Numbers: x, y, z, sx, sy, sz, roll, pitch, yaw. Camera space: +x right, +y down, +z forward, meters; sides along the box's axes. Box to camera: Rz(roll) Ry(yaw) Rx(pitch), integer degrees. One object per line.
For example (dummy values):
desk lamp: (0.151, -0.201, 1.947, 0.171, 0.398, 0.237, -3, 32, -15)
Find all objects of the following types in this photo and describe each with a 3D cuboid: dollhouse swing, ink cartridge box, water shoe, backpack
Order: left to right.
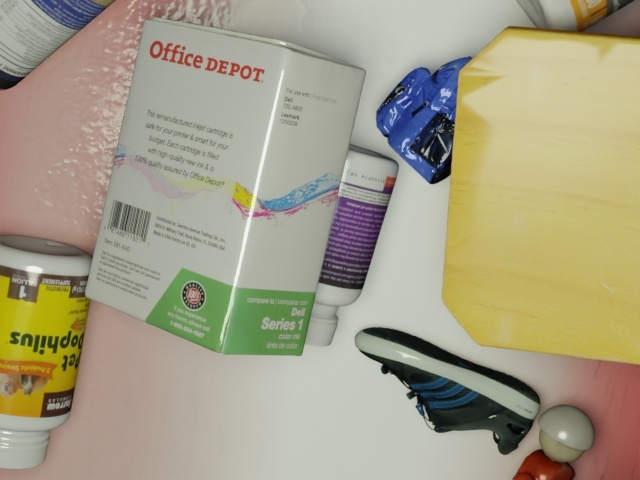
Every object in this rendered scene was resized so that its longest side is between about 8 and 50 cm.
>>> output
ink cartridge box: (-0.091, -0.052, 1.319, 0.201, 0.117, 0.278, 18, 97, 41)
water shoe: (0.120, 0.155, 1.426, 0.203, 0.073, 0.080, 23, 99, -3)
backpack: (0.119, -0.125, 1.376, 0.101, 0.098, 0.120, 43, 96, -2)
dollhouse swing: (0.317, -0.054, 1.346, 0.305, 0.315, 0.346, 10, 107, 26)

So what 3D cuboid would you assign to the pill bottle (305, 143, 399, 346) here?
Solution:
pill bottle: (0.000, 0.000, 1.385, 0.108, 0.108, 0.193, 16, 97, -3)

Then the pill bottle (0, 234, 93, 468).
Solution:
pill bottle: (-0.294, 0.109, 1.390, 0.117, 0.117, 0.214, 11, 98, -2)

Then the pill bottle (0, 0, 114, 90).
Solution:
pill bottle: (-0.296, -0.220, 1.334, 0.219, 0.123, 0.122, -36, 97, 17)

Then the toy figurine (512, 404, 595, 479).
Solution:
toy figurine: (0.293, 0.273, 1.376, 0.213, 0.209, 0.148, 21, 107, -5)

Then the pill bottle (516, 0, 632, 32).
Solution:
pill bottle: (0.299, -0.320, 1.321, 0.278, 0.162, 0.162, -30, 97, 4)
